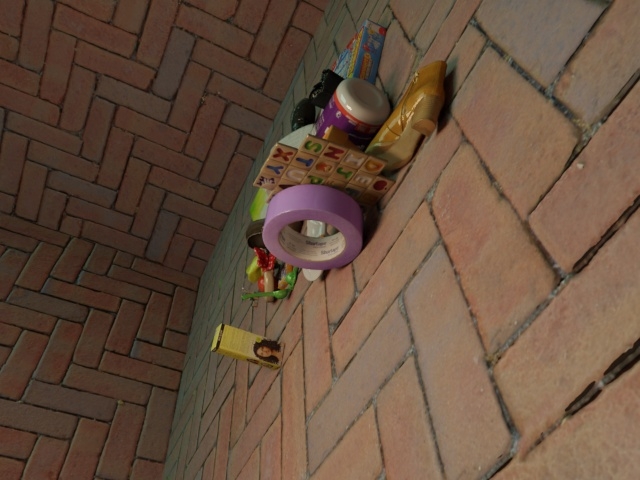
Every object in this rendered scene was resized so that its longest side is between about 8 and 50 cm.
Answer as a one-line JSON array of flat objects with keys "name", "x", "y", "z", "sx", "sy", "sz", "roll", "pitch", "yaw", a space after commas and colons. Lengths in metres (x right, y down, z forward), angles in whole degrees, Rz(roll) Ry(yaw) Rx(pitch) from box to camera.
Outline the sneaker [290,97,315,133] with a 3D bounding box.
[{"name": "sneaker", "x": -0.076, "y": -0.482, "z": 2.557, "sx": 0.139, "sy": 0.125, "sz": 0.341, "roll": 13, "pitch": 88, "yaw": 56}]

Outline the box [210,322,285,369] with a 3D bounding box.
[{"name": "box", "x": -0.238, "y": 0.353, "z": 1.856, "sx": 0.058, "sy": 0.232, "sz": 0.088, "roll": -45, "pitch": 30, "yaw": 53}]

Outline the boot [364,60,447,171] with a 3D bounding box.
[{"name": "boot", "x": 0.224, "y": -0.319, "z": 1.461, "sx": 0.295, "sy": 0.104, "sz": 0.211, "roll": -35, "pitch": 33, "yaw": 54}]

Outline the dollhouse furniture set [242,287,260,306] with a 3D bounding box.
[{"name": "dollhouse furniture set", "x": -0.326, "y": 0.254, "z": 2.497, "sx": 0.114, "sy": 0.081, "sz": 0.091, "roll": -38, "pitch": 35, "yaw": 60}]

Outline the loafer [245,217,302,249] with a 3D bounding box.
[{"name": "loafer", "x": -0.205, "y": -0.021, "z": 2.300, "sx": 0.366, "sy": 0.133, "sz": 0.130, "roll": -29, "pitch": 49, "yaw": 52}]

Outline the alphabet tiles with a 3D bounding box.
[{"name": "alphabet tiles", "x": 0.010, "y": -0.153, "z": 1.488, "sx": 0.285, "sy": 0.342, "sz": 0.011, "roll": -50, "pitch": 33, "yaw": 47}]

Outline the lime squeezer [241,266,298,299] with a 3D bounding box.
[{"name": "lime squeezer", "x": -0.138, "y": 0.141, "z": 2.037, "sx": 0.310, "sy": 0.110, "sz": 0.059, "roll": -43, "pitch": -9, "yaw": -19}]

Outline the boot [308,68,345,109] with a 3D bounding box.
[{"name": "boot", "x": 0.049, "y": -0.442, "z": 1.928, "sx": 0.094, "sy": 0.207, "sz": 0.247, "roll": -102, "pitch": 36, "yaw": -60}]

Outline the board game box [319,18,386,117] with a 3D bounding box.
[{"name": "board game box", "x": 0.116, "y": -0.616, "z": 2.123, "sx": 0.302, "sy": 0.086, "sz": 0.309, "roll": -36, "pitch": 37, "yaw": 61}]

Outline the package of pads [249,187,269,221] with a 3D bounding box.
[{"name": "package of pads", "x": -0.203, "y": -0.170, "z": 2.495, "sx": 0.297, "sy": 0.101, "sz": 0.229, "roll": -61, "pitch": 35, "yaw": 30}]

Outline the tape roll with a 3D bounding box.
[{"name": "tape roll", "x": -0.019, "y": -0.031, "z": 1.549, "sx": 0.275, "sy": 0.274, "sz": 0.090, "roll": -50, "pitch": 27, "yaw": 48}]

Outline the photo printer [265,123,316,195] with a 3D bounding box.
[{"name": "photo printer", "x": -0.102, "y": -0.336, "z": 2.307, "sx": 0.255, "sy": 0.107, "sz": 0.308, "roll": -25, "pitch": 40, "yaw": 28}]

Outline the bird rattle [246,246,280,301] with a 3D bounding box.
[{"name": "bird rattle", "x": -0.199, "y": 0.138, "z": 2.196, "sx": 0.253, "sy": 0.142, "sz": 0.207, "roll": 146, "pitch": 119, "yaw": -69}]

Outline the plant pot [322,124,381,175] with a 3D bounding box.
[{"name": "plant pot", "x": 0.062, "y": -0.193, "z": 1.600, "sx": 0.205, "sy": 0.187, "sz": 0.205, "roll": -59, "pitch": 8, "yaw": 14}]

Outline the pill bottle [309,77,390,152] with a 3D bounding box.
[{"name": "pill bottle", "x": 0.072, "y": -0.343, "z": 1.788, "sx": 0.323, "sy": 0.181, "sz": 0.182, "roll": -53, "pitch": 23, "yaw": 44}]

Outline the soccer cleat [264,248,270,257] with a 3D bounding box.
[{"name": "soccer cleat", "x": -0.231, "y": 0.076, "z": 2.452, "sx": 0.179, "sy": 0.060, "sz": 0.072, "roll": -61, "pitch": 20, "yaw": 18}]

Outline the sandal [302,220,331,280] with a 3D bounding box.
[{"name": "sandal", "x": 0.007, "y": -0.002, "z": 1.773, "sx": 0.101, "sy": 0.076, "sz": 0.266, "roll": -5, "pitch": 76, "yaw": 48}]

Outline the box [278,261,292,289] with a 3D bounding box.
[{"name": "box", "x": -0.133, "y": 0.114, "z": 2.157, "sx": 0.136, "sy": 0.028, "sz": 0.081, "roll": -90, "pitch": 25, "yaw": -44}]
